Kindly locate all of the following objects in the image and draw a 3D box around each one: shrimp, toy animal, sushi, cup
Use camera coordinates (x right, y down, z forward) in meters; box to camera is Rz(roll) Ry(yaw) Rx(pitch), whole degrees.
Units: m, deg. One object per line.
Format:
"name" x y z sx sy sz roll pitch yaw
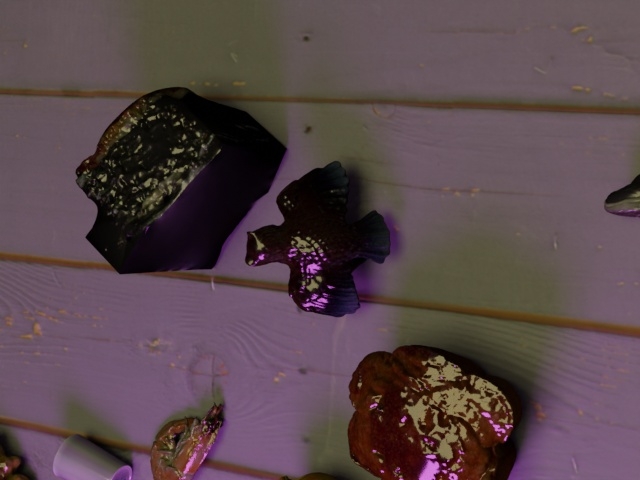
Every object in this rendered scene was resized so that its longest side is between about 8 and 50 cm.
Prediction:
"shrimp" -0.205 0.310 2.038 0.180 0.041 0.099 -51 52 24
"toy animal" -0.008 0.001 1.823 0.116 0.179 0.219 -3 91 58
"sushi" -0.224 -0.099 1.928 0.212 0.215 0.227 42 112 24
"cup" -0.364 0.375 2.120 0.116 0.074 0.104 22 127 24

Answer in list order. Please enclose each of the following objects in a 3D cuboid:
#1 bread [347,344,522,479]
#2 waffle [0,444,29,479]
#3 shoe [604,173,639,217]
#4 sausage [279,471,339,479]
"bread" 0.144 0.251 1.757 0.246 0.135 0.232 21 102 29
"waffle" -0.636 0.458 2.242 0.324 0.151 0.261 -35 77 26
"shoe" 0.421 -0.088 1.619 0.169 0.071 0.099 -19 79 27
"sausage" 0.056 0.452 1.824 0.347 0.123 0.123 46 113 21
